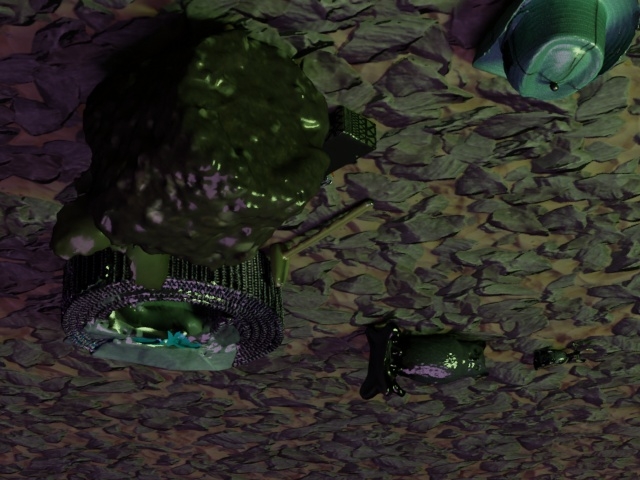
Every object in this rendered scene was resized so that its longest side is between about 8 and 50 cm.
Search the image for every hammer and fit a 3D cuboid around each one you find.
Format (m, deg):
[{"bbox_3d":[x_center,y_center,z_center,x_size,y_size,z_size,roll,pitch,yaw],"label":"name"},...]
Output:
[{"bbox_3d":[0.000,0.000,1.592,0.028,0.060,0.195,23,140,-35],"label":"hammer"}]

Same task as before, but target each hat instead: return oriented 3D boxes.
[{"bbox_3d":[0.235,-0.188,1.207,0.138,0.077,0.191,10,151,-21],"label":"hat"}]

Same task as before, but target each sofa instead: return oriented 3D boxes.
[{"bbox_3d":[0.004,-0.109,1.399,0.060,0.039,0.118,23,144,-38],"label":"sofa"}]

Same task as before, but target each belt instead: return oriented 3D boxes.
[{"bbox_3d":[-0.203,0.085,1.682,0.325,0.122,0.260,14,142,-30],"label":"belt"}]

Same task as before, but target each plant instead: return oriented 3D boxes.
[{"bbox_3d":[-0.155,-0.073,1.288,0.215,0.213,0.312,17,151,-36],"label":"plant"}]

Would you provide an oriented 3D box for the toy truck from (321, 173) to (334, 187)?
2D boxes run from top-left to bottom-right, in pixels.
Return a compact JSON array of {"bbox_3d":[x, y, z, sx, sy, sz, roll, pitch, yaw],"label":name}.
[{"bbox_3d":[-0.021,-0.071,1.477,0.083,0.032,0.024,-18,152,32],"label":"toy truck"}]

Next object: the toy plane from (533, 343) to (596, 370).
[{"bbox_3d":[0.393,0.193,1.975,0.121,0.031,0.049,-22,151,38],"label":"toy plane"}]

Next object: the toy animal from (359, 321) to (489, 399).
[{"bbox_3d":[0.164,0.199,1.927,0.210,0.121,0.117,6,171,-25],"label":"toy animal"}]
